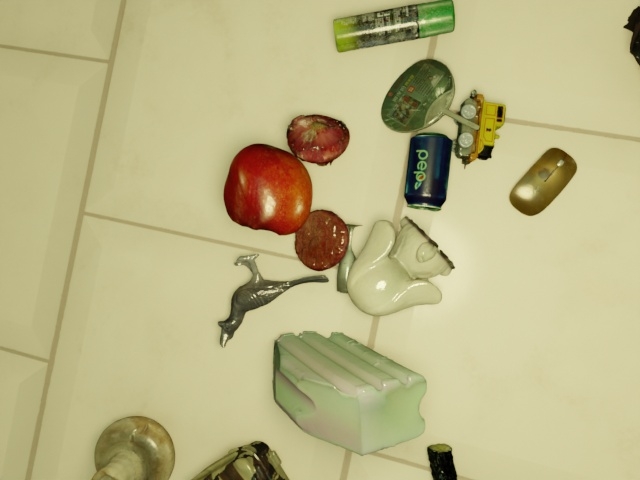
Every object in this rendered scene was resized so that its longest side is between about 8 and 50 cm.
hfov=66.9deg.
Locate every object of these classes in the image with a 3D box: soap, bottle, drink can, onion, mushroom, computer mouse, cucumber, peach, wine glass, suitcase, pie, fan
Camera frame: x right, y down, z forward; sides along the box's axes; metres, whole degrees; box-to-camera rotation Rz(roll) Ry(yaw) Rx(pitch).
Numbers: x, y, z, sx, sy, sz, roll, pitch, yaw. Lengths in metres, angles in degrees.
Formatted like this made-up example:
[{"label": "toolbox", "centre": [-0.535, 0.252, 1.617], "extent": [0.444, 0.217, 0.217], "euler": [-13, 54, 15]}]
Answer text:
[{"label": "soap", "centre": [0.030, 0.363, 1.241], "extent": [0.262, 0.446, 0.156], "euler": [-5, 99, -28]}, {"label": "bottle", "centre": [0.205, -0.604, 1.365], "extent": [0.330, 0.093, 0.093], "euler": [-6, 87, 11]}, {"label": "drink can", "centre": [0.294, -0.186, 1.325], "extent": [0.118, 0.118, 0.204], "euler": [6, 88, 11]}, {"label": "onion", "centre": [-0.008, -0.274, 1.376], "extent": [0.184, 0.184, 0.147], "euler": [6, 131, 11]}, {"label": "mushroom", "centre": [-0.556, 0.642, 1.403], "extent": [0.244, 0.243, 0.243], "euler": [0, 88, 10]}, {"label": "computer mouse", "centre": [0.600, -0.158, 1.304], "extent": [0.102, 0.045, 0.199], "euler": [42, 96, 6]}, {"label": "cucumber", "centre": [0.352, 0.700, 1.311], "extent": [0.072, 0.072, 0.299], "euler": [-13, 86, 10]}, {"label": "peach", "centre": [-0.146, -0.134, 1.311], "extent": [0.249, 0.274, 0.245], "euler": [-17, 123, 2]}, {"label": "wine glass", "centre": [0.082, 0.052, 1.387], "extent": [0.066, 0.066, 0.197], "euler": [5, 91, 11]}, {"label": "suitcase", "centre": [-0.216, 0.774, 1.356], "extent": [0.339, 0.194, 0.351], "euler": [-36, 81, 14]}, {"label": "pie", "centre": [0.000, 0.000, 1.380], "extent": [0.183, 0.050, 0.182], "euler": [-1, 88, 34]}, {"label": "fan", "centre": [0.278, -0.363, 1.335], "extent": [0.223, 0.012, 0.294], "euler": [-28, 62, 21]}]

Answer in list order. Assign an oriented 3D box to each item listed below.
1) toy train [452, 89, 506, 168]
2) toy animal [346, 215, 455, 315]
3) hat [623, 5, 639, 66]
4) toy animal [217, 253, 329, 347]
[{"label": "toy train", "centre": [0.429, -0.300, 1.319], "extent": [0.127, 0.089, 0.219], "euler": [7, 89, 0]}, {"label": "toy animal", "centre": [0.217, 0.085, 1.302], "extent": [0.249, 0.174, 0.289], "euler": [29, 92, 11]}, {"label": "hat", "centre": [0.913, -0.493, 1.217], "extent": [0.238, 0.209, 0.335], "euler": [-9, 105, 30]}, {"label": "toy animal", "centre": [-0.180, 0.132, 1.424], "extent": [0.367, 0.081, 0.205], "euler": [-32, 79, 0]}]
